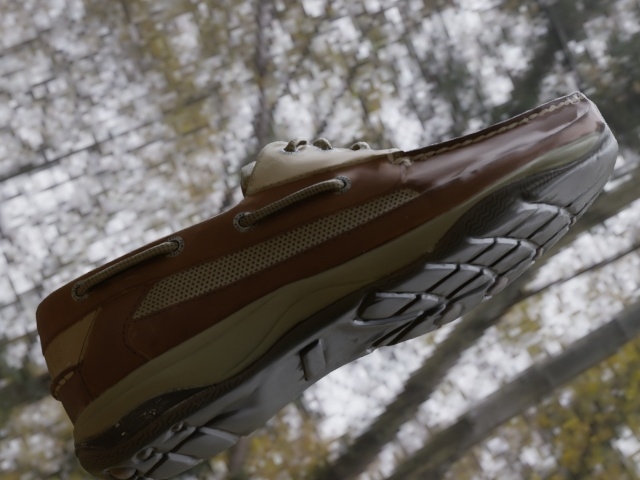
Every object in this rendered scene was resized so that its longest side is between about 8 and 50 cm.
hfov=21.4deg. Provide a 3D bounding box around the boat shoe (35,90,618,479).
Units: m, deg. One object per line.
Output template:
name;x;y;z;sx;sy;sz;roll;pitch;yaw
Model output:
boat shoe;0.000;0.000;0.878;0.120;0.324;0.122;57;-14;20
